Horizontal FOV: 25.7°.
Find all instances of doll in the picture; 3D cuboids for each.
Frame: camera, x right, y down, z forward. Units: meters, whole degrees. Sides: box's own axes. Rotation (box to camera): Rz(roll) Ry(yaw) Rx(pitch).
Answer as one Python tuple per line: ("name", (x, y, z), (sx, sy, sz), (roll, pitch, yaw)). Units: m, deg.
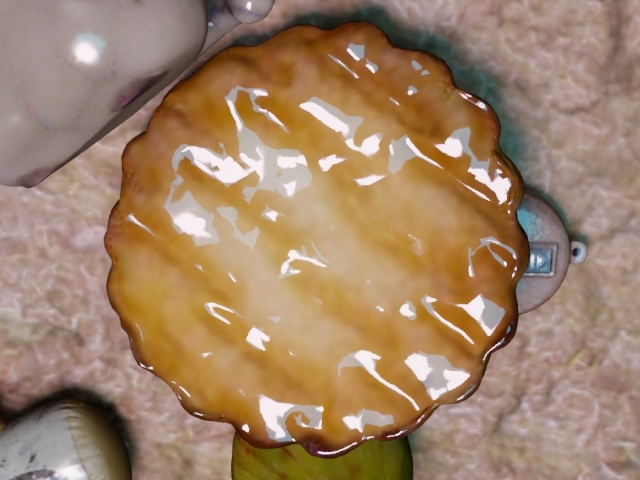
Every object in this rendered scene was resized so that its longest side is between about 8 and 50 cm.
("doll", (-0.234, -0.200, 0.968), (0.370, 0.226, 0.215), (38, 139, -18))

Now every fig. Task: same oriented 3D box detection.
("fig", (0.007, 0.194, 1.091), (0.151, 0.259, 0.151), (-1, 102, -6))

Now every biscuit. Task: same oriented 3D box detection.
("biscuit", (0.000, 0.000, 1.067), (0.325, 0.107, 0.326), (-1, 86, 7))

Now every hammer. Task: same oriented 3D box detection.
("hammer", (-0.299, 0.124, 1.140), (0.202, 0.113, 0.305), (-27, 103, 4))

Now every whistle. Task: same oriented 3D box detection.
("whistle", (0.107, 0.008, 1.135), (0.220, 0.057, 0.107), (2, 105, 0))
